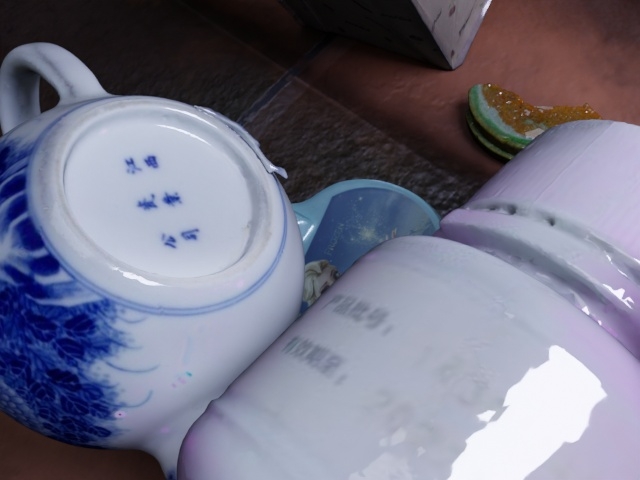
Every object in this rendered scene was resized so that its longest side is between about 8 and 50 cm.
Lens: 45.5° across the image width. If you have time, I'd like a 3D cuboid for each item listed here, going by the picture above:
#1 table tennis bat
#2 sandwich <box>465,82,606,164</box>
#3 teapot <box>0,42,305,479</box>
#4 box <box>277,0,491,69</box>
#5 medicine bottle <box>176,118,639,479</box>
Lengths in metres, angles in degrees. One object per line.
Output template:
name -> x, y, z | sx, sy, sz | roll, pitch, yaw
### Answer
table tennis bat -> 0.000, 0.000, 0.645 | 0.237, 0.038, 0.149 | 30, 81, 29
sandwich -> 0.181, -0.092, 0.631 | 0.135, 0.029, 0.067 | 12, 68, 25
teapot -> -0.151, 0.035, 0.572 | 0.252, 0.280, 0.424 | -19, 70, -36
box -> 0.043, -0.315, 0.626 | 0.190, 0.297, 0.225 | 26, 89, 27
medicine bottle -> 0.101, 0.100, 0.427 | 0.302, 0.241, 0.241 | -43, 56, -17
